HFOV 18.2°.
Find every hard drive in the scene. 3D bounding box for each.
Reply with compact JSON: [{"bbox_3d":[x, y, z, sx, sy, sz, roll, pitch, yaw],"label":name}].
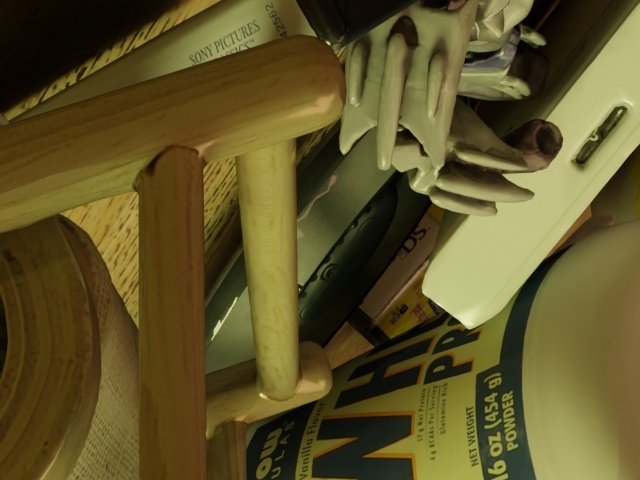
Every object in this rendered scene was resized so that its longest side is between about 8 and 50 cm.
[{"bbox_3d":[0.134,-0.089,0.968,0.203,0.040,0.307,-52,-177,18],"label":"hard drive"}]

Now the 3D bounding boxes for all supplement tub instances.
[{"bbox_3d":[0.090,0.150,0.978,0.325,0.235,0.235,-31,-178,41],"label":"supplement tub"}]

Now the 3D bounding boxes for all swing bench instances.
[{"bbox_3d":[-0.120,0.076,0.463,0.253,0.254,0.165,92,-3,-72],"label":"swing bench"}]

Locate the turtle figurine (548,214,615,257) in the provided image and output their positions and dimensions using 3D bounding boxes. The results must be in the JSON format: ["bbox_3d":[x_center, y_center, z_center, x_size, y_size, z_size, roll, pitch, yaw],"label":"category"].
[{"bbox_3d":[0.057,0.119,1.244,0.266,0.275,0.198,-10,-167,-3],"label":"turtle figurine"}]

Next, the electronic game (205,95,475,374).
[{"bbox_3d":[0.000,0.000,0.960,0.229,0.048,0.229,-50,170,-13],"label":"electronic game"}]

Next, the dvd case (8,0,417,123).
[{"bbox_3d":[-0.021,-0.056,0.538,0.180,0.022,0.253,-36,-171,-40],"label":"dvd case"}]

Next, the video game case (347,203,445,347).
[{"bbox_3d":[0.115,-0.026,1.297,0.248,0.035,0.275,-49,168,-1],"label":"video game case"}]

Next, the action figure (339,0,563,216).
[{"bbox_3d":[0.065,-0.107,0.734,0.285,0.099,0.185,-17,129,-81],"label":"action figure"}]

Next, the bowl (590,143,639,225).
[{"bbox_3d":[0.266,-0.002,1.363,0.156,0.289,0.289,-6,169,7],"label":"bowl"}]
